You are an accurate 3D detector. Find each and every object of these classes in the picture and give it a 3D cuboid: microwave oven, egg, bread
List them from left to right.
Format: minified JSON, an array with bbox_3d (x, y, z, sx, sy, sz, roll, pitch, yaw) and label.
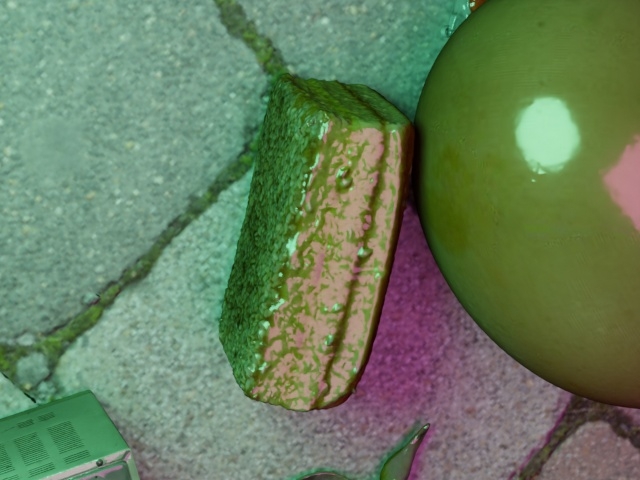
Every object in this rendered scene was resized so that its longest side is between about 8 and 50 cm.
[{"bbox_3d":[-0.255,0.236,1.398,0.241,0.194,0.145,-18,110,-14],"label":"microwave oven"},{"bbox_3d":[0.000,0.000,1.415,0.111,0.184,0.234,12,101,-13],"label":"bread"},{"bbox_3d":[0.229,-0.036,1.411,0.301,0.301,0.374,-28,119,-8],"label":"egg"}]

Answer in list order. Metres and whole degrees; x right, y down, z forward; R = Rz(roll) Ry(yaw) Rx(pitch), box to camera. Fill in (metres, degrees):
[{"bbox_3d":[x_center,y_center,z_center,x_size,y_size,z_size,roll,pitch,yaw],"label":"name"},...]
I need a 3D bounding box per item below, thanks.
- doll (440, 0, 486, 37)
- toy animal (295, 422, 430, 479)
[{"bbox_3d":[0.138,-0.201,1.479,0.114,0.039,0.057,-36,141,-15],"label":"doll"},{"bbox_3d":[0.065,0.235,1.546,0.219,0.095,0.155,30,99,-23],"label":"toy animal"}]
